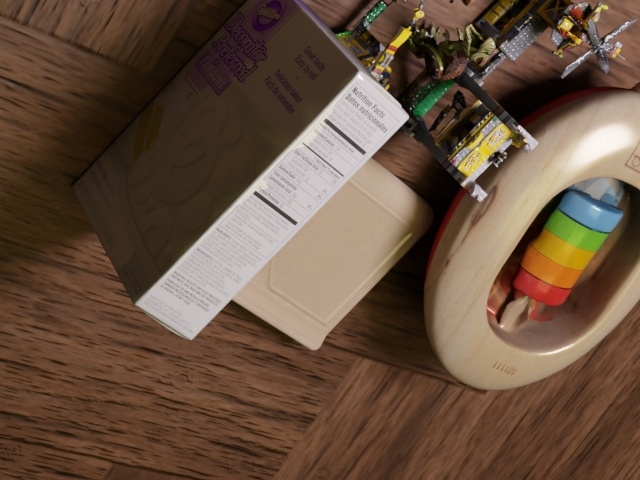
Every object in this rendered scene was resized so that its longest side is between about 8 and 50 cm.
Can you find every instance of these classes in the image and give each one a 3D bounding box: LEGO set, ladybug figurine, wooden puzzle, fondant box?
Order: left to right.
[{"bbox_3d":[-0.094,-0.092,1.637,0.330,0.238,0.096,-45,131,7],"label":"fondant box"},{"bbox_3d":[0.000,0.000,1.898,0.238,0.044,0.221,-49,132,6],"label":"wooden puzzle"},{"bbox_3d":[0.182,-0.203,1.726,0.331,0.192,0.255,-40,139,2],"label":"LEGO set"},{"bbox_3d":[0.289,-0.018,1.950,0.305,0.162,0.449,23,111,-32],"label":"ladybug figurine"}]
